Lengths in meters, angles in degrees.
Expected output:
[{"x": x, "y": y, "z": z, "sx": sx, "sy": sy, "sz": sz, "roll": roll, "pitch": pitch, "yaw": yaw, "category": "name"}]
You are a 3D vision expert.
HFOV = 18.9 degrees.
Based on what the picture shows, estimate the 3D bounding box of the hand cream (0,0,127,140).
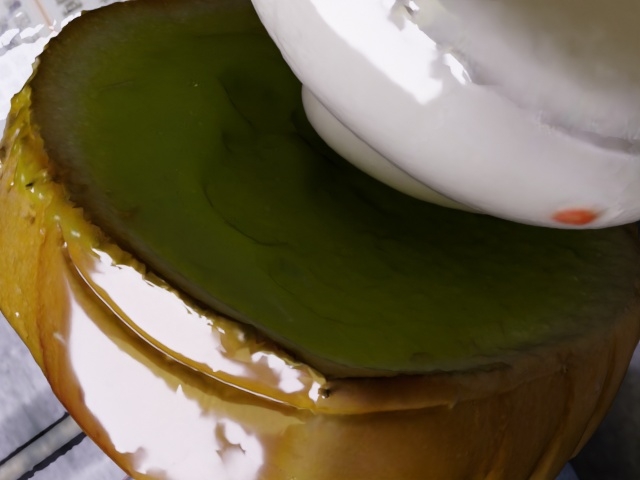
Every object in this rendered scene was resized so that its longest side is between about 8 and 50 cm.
[{"x": -0.159, "y": -0.078, "z": 0.832, "sx": 0.314, "sy": 0.089, "sz": 0.139, "roll": -26, "pitch": 90, "yaw": 35, "category": "hand cream"}]

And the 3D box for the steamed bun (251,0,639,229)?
[{"x": 0.049, "y": -0.104, "z": 0.618, "sx": 0.228, "sy": 0.177, "sz": 0.131, "roll": 54, "pitch": 150, "yaw": 6, "category": "steamed bun"}]

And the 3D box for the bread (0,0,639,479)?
[{"x": 0.000, "y": 0.000, "z": 0.648, "sx": 0.236, "sy": 0.236, "sz": 0.070, "roll": 38, "pitch": 127, "yaw": 20, "category": "bread"}]

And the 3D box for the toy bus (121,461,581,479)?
[{"x": -0.033, "y": 0.169, "z": 0.729, "sx": 0.197, "sy": 0.232, "sz": 0.294, "roll": 52, "pitch": 127, "yaw": 10, "category": "toy bus"}]
